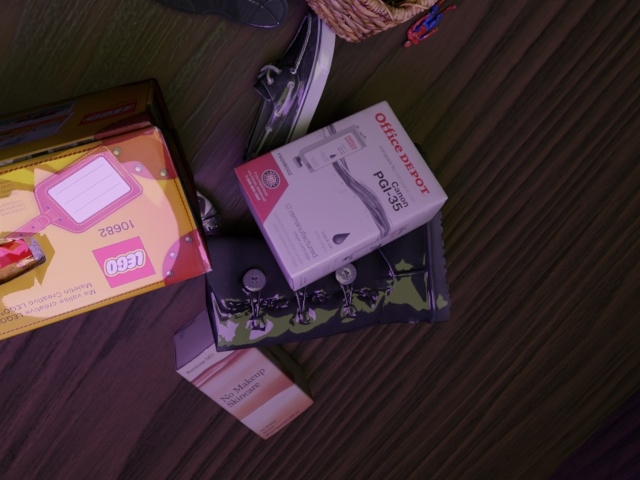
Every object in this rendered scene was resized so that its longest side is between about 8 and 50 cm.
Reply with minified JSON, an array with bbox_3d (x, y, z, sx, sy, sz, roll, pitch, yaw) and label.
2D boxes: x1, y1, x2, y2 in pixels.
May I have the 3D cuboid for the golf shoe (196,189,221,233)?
[{"bbox_3d":[-0.287,-0.022,0.878,0.198,0.077,0.094,-31,99,-1],"label":"golf shoe"}]

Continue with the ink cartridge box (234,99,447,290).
[{"bbox_3d":[0.031,-0.077,0.780,0.282,0.117,0.207,-27,77,-10],"label":"ink cartridge box"}]

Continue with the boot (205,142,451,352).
[{"bbox_3d":[0.000,0.002,0.894,0.444,0.146,0.367,-6,77,-5],"label":"boot"}]

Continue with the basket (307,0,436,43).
[{"bbox_3d":[0.070,-0.458,0.642,0.299,0.223,0.213,52,60,-29],"label":"basket"}]

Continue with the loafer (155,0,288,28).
[{"bbox_3d":[-0.179,-0.406,0.723,0.267,0.084,0.096,12,143,-20],"label":"loafer"}]

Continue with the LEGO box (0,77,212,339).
[{"bbox_3d":[-0.431,-0.042,0.633,0.499,0.372,0.193,-18,120,-9],"label":"LEGO box"}]

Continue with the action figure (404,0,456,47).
[{"bbox_3d":[0.199,-0.403,0.872,0.115,0.030,0.038,-43,126,7],"label":"action figure"}]

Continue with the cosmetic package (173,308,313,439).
[{"bbox_3d":[-0.164,0.282,1.026,0.153,0.129,0.296,-38,121,2],"label":"cosmetic package"}]

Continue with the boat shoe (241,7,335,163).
[{"bbox_3d":[-0.064,-0.262,0.812,0.102,0.108,0.301,10,118,-25],"label":"boat shoe"}]
